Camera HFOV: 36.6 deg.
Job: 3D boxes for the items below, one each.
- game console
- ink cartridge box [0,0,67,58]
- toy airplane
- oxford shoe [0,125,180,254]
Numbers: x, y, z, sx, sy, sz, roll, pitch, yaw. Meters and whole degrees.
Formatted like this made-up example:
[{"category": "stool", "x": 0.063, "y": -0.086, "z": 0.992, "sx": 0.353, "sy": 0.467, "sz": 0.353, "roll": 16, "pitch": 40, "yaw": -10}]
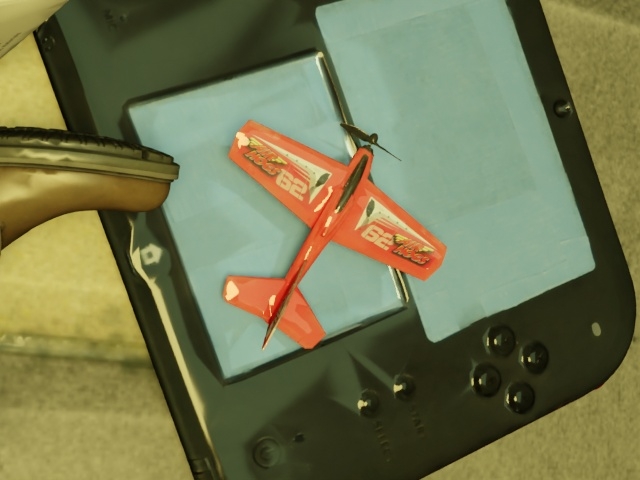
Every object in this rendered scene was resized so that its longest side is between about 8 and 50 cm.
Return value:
[{"category": "game console", "x": 0.029, "y": -0.040, "z": 0.630, "sx": 0.342, "sy": 0.060, "sz": 0.387, "roll": -21, "pitch": 93, "yaw": -27}, {"category": "ink cartridge box", "x": -0.263, "y": -0.143, "z": 0.411, "sx": 0.232, "sy": 0.168, "sz": 0.171, "roll": -22, "pitch": 95, "yaw": -39}, {"category": "toy airplane", "x": 0.000, "y": 0.000, "z": 0.578, "sx": 0.151, "sy": 0.028, "sz": 0.151, "roll": 2, "pitch": 85, "yaw": -20}, {"category": "oxford shoe", "x": -0.186, "y": -0.011, "z": 0.507, "sx": 0.227, "sy": 0.083, "sz": 0.096, "roll": -6, "pitch": 99, "yaw": -10}]
